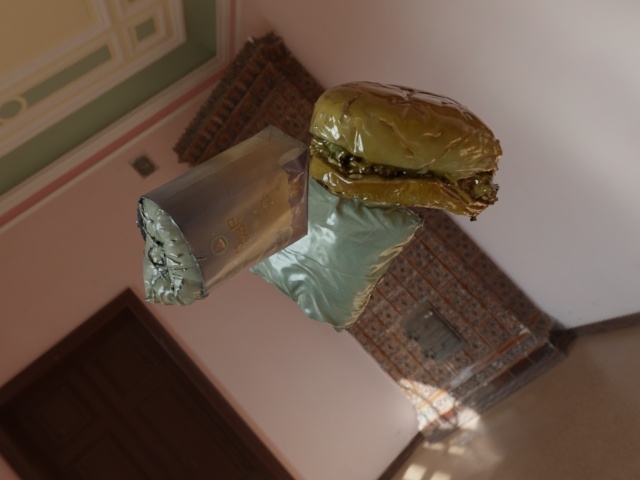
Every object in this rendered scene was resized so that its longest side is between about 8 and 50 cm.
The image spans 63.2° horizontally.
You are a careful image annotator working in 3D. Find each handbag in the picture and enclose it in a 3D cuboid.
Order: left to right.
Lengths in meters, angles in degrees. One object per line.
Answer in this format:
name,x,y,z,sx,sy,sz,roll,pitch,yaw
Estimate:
handbag,-0.084,-0.014,0.460,0.173,0.095,0.117,-34,-37,-31

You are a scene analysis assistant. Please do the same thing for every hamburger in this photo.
hamburger,0.123,-0.142,0.768,0.318,0.318,0.158,-32,-42,-61

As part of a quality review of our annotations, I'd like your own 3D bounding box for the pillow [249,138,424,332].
pillow,0.000,0.000,0.960,0.138,0.283,0.310,-39,-19,-56
